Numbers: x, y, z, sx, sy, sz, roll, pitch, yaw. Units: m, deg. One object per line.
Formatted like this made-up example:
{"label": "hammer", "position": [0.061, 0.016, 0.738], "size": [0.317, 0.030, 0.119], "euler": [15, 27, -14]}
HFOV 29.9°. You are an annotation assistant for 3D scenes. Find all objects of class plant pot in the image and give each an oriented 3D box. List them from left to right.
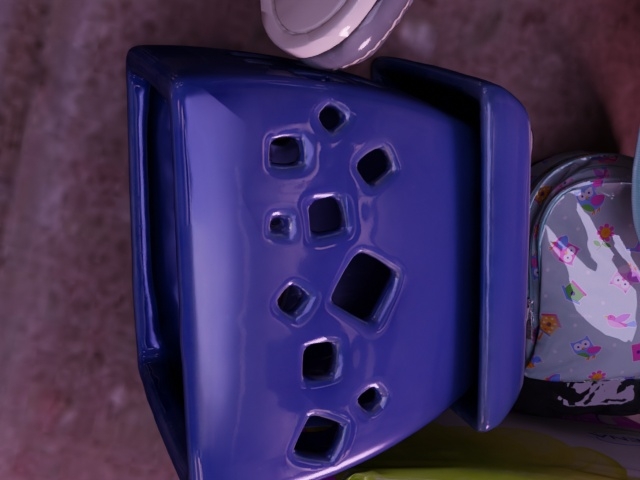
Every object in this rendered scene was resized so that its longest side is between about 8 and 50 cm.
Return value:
{"label": "plant pot", "position": [0.000, 0.000, 0.732], "size": [0.212, 0.236, 0.236], "euler": [-5, 103, -16]}

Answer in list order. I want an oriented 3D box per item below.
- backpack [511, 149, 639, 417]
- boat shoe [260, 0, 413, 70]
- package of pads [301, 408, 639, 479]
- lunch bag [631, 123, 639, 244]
{"label": "backpack", "position": [0.193, 0.028, 0.831], "size": [0.151, 0.115, 0.182], "euler": [-3, 100, -7]}
{"label": "boat shoe", "position": [0.061, -0.202, 0.688], "size": [0.099, 0.116, 0.319], "euler": [46, 47, -33]}
{"label": "package of pads", "position": [0.124, 0.174, 0.789], "size": [0.296, 0.229, 0.101], "euler": [7, 96, -13]}
{"label": "lunch bag", "position": [0.308, -0.059, 0.749], "size": [0.223, 0.160, 0.262], "euler": [8, 91, -49]}
